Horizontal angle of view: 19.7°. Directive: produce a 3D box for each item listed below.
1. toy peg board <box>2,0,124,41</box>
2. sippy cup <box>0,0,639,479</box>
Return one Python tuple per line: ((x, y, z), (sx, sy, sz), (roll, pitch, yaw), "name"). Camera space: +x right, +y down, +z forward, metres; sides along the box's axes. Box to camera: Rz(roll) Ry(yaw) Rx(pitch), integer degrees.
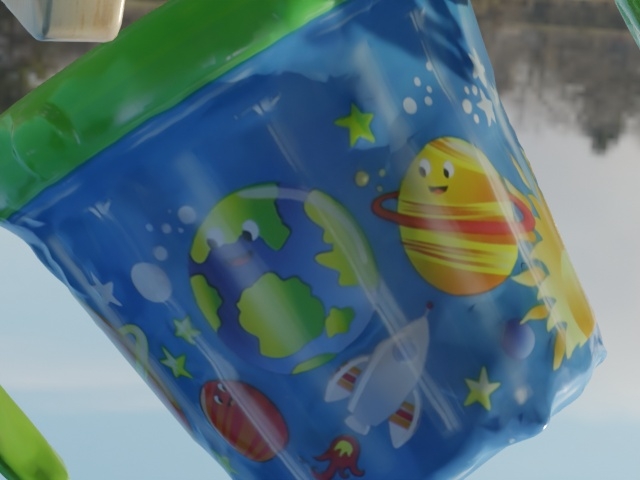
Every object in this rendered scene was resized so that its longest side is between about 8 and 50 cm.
((-0.089, -0.137, 0.340), (0.079, 0.161, 0.160), (-1, -156, -25), "toy peg board")
((0.000, 0.000, 0.795), (0.305, 0.224, 0.240), (-30, -176, 42), "sippy cup")
